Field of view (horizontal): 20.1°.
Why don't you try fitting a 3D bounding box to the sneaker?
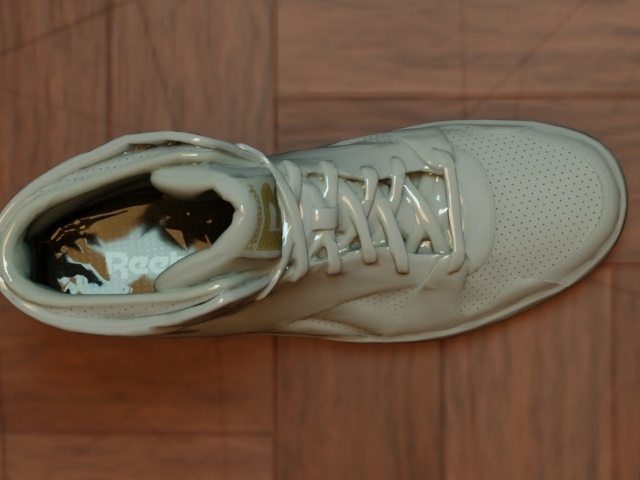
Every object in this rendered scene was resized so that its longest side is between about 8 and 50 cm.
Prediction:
[{"bbox_3d":[0.000,0.000,0.808,0.292,0.169,0.108,-9,88,3],"label":"sneaker"}]
